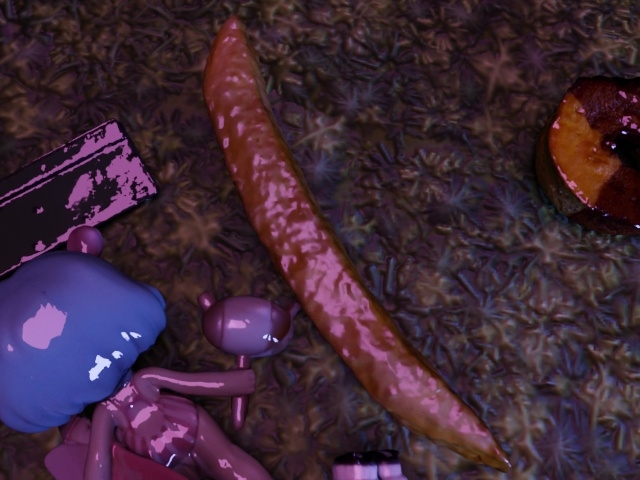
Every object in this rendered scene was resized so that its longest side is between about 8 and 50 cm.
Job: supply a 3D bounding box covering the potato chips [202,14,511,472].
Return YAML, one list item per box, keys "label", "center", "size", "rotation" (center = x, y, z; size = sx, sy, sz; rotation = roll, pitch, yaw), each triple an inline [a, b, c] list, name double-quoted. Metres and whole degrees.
- label: "potato chips"
  center: [0.000, 0.000, 0.390]
  size: [0.080, 0.057, 0.407]
  rotation: [-29, 77, -7]

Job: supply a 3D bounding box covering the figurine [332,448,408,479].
- label: "figurine"
  center: [0.032, 0.240, 0.295]
  size: [0.112, 0.137, 0.229]
  rotation: [-14, 68, 27]

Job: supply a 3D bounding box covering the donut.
- label: "donut"
  center: [0.241, -0.066, 0.419]
  size: [0.140, 0.059, 0.140]
  rotation: [1, 74, -3]

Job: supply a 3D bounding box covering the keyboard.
- label: "keyboard"
  center: [-0.241, -0.009, 0.402]
  size: [0.231, 0.023, 0.072]
  rotation: [-31, 84, -10]

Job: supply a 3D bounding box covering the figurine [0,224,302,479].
- label: "figurine"
  center: [-0.094, 0.100, 0.335]
  size: [0.205, 0.103, 0.260]
  rotation: [-41, 89, -11]
